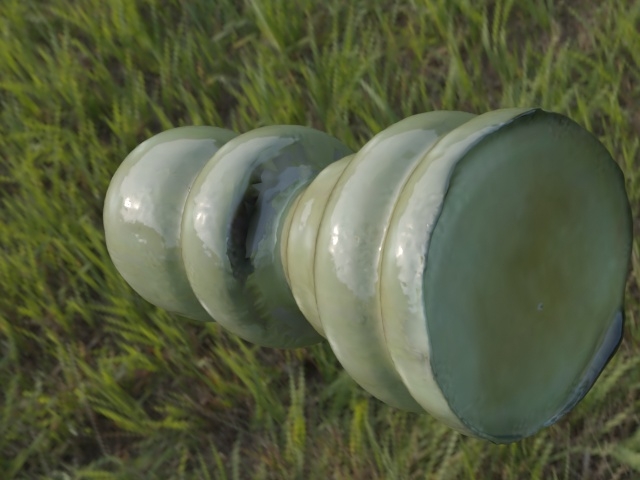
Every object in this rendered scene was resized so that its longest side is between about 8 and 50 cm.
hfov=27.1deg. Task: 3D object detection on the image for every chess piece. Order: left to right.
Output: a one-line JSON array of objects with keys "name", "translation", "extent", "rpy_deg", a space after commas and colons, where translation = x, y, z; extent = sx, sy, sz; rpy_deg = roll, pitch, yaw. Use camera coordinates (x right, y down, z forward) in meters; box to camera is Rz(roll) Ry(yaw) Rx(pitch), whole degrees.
[{"name": "chess piece", "translation": [0.000, 0.000, 0.797], "extent": [0.330, 0.182, 0.182], "rpy_deg": [10, 64, 45]}]
